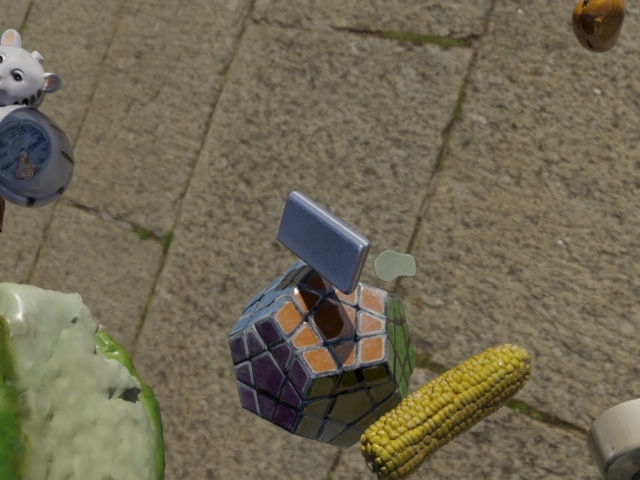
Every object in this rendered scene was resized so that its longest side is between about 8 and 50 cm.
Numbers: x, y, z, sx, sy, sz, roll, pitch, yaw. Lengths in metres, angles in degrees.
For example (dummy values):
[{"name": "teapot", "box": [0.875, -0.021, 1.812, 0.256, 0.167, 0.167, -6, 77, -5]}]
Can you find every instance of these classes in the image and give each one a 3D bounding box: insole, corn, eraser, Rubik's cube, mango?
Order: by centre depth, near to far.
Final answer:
[{"name": "corn", "box": [0.187, 0.249, 1.334, 0.292, 0.101, 0.101, -34, 50, -5]}, {"name": "eraser", "box": [0.000, 0.000, 1.356, 0.225, 0.036, 0.081, 36, 116, 48]}, {"name": "mango", "box": [0.420, -0.324, 1.365, 0.077, 0.127, 0.063, -1, 68, 19]}, {"name": "insole", "box": [0.123, 0.042, 1.472, 0.002, 0.153, 0.053, -8, 83, 30]}, {"name": "Rubik's cube", "box": [0.006, 0.184, 1.495, 0.319, 0.264, 0.319, -39, 12, 10]}]

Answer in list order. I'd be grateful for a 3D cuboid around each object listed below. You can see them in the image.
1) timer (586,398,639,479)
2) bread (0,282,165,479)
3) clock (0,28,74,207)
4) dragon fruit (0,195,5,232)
[{"name": "timer", "box": [0.504, 0.385, 1.320, 0.175, 0.175, 0.266, -38, 31, 29]}, {"name": "bread", "box": [-0.217, 0.104, 0.309, 0.129, 0.382, 0.366, -12, 100, 37]}, {"name": "clock", "box": [-0.307, -0.122, 0.927, 0.117, 0.080, 0.176, -38, 83, -2]}, {"name": "dragon fruit", "box": [-0.644, -0.058, 1.401, 0.296, 0.301, 0.295, 0, 73, -1]}]
